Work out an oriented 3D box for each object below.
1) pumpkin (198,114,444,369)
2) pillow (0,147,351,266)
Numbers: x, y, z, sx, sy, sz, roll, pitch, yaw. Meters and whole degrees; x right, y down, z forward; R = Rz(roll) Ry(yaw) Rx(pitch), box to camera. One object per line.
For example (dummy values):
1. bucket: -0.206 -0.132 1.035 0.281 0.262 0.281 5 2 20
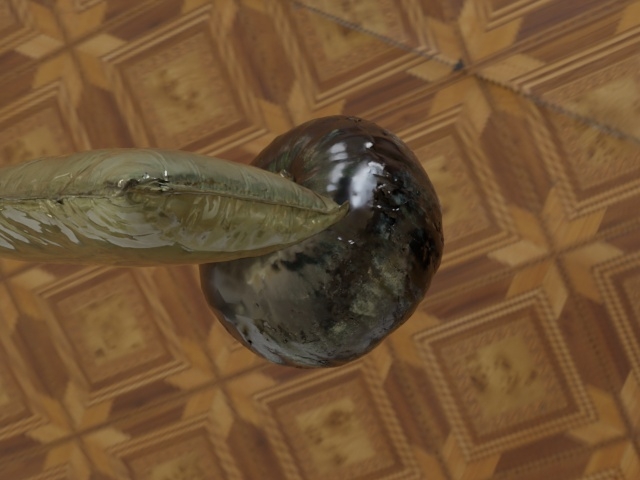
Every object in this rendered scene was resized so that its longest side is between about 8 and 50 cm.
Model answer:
1. pumpkin: 0.000 0.000 1.220 0.233 0.233 0.163 -38 126 22
2. pillow: -0.139 -0.018 0.916 0.302 0.185 0.075 -3 85 46
